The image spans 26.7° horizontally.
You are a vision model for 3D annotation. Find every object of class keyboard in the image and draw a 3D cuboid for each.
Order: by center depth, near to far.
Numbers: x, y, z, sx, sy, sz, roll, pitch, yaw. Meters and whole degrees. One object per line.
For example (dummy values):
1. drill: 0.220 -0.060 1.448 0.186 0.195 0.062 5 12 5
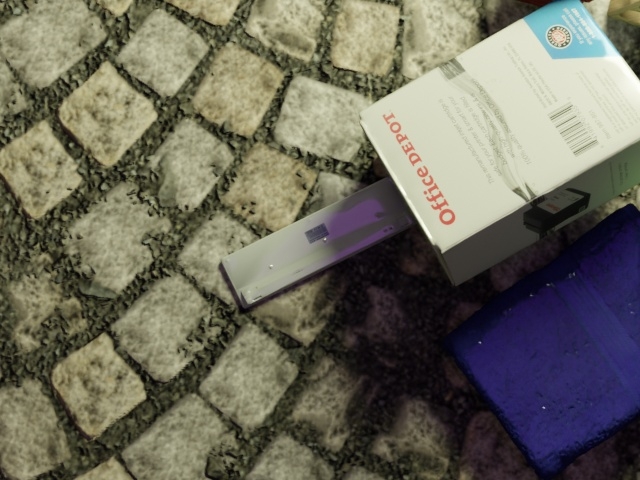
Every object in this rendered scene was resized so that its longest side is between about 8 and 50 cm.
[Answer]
1. keyboard: 0.000 0.000 1.738 0.256 0.014 0.072 -26 80 -2

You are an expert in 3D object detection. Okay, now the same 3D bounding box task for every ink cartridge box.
1. ink cartridge box: 0.235 -0.122 1.646 0.307 0.129 0.223 -29 63 1

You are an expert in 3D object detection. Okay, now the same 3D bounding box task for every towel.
1. towel: 0.335 0.128 1.697 0.308 0.076 0.228 -35 82 -4

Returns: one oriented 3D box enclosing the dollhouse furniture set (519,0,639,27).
1. dollhouse furniture set: 0.418 -0.375 1.721 0.374 0.152 0.201 13 84 -16
